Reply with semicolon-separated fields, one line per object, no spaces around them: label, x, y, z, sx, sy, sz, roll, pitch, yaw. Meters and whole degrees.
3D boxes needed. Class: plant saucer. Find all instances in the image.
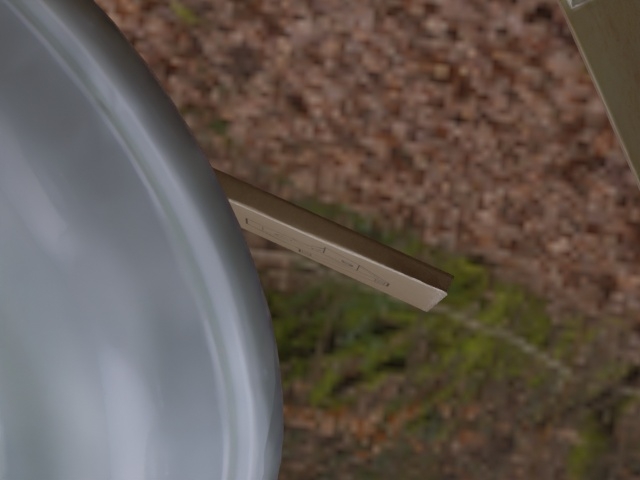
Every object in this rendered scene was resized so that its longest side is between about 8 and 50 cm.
plant saucer;-0.203;0.022;0.851;0.400;0.400;0.100;9;-144;37

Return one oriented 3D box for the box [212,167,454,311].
box;0.000;0.000;1.512;0.201;0.021;0.164;25;175;1

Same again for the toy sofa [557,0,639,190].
toy sofa;0.305;-0.103;1.564;0.150;0.362;0.177;-23;175;10
